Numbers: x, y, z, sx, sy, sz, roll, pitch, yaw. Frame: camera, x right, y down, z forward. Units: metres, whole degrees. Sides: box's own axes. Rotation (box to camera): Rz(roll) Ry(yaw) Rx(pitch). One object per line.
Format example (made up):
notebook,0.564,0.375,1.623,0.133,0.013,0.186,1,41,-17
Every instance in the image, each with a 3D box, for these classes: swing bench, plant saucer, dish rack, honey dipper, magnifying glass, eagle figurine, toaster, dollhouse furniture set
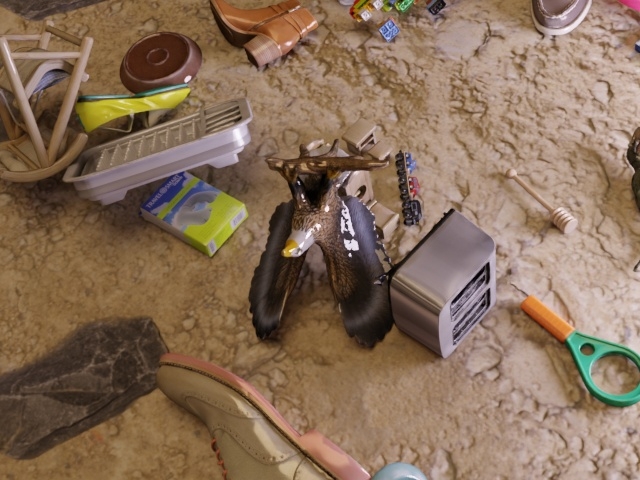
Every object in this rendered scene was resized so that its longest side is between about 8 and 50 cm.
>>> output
swing bench,-0.522,-0.253,1.928,0.165,0.254,0.253,-6,20,-29
plant saucer,0.113,0.368,1.490,0.119,0.119,0.021,-51,19,-22
plant saucer,-0.317,-0.354,2.121,0.168,0.029,0.168,-6,54,8
dish rack,-0.272,-0.152,1.882,0.333,0.072,0.285,-18,18,-1
honey dipper,0.363,-0.069,1.791,0.030,0.030,0.160,-33,52,-12
magnifying glass,0.395,0.162,1.628,0.092,0.026,0.231,-38,59,-15
eagle figurine,-0.008,0.004,1.704,0.225,0.298,0.226,-20,28,-28
toaster,0.185,0.070,1.641,0.110,0.168,0.186,34,67,28
dollhouse furniture set,0.086,-0.126,1.837,0.182,0.101,0.161,33,68,28

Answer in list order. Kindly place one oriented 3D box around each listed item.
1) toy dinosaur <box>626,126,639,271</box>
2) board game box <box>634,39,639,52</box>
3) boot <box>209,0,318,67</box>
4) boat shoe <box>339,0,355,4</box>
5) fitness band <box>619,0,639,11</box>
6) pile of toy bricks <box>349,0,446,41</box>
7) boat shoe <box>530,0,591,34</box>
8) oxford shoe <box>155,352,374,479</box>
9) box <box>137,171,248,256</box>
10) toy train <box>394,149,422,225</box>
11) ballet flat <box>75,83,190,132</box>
toy dinosaur,0.556,-0.064,1.731,0.118,0.064,0.268,-4,57,17
board game box,0.629,-0.349,1.934,0.090,0.020,0.090,-36,56,-13
boot,-0.113,-0.436,2.112,0.152,0.073,0.197,-36,69,-13
boat shoe,0.136,-0.551,2.131,0.255,0.095,0.079,-27,66,3
fitness band,0.654,-0.485,1.978,0.291,0.054,0.209,17,57,6
pile of toy bricks,0.159,-0.477,2.080,0.212,0.118,0.105,-42,28,1
boat shoe,0.471,-0.529,2.043,0.117,0.096,0.324,13,59,19
oxford shoe,-0.111,0.299,1.564,0.397,0.140,0.146,29,71,28
box,-0.228,-0.055,1.887,0.178,0.042,0.109,28,64,26
toy train,0.152,-0.093,1.847,0.036,0.027,0.158,-7,55,2
ballet flat,-0.346,-0.243,2.011,0.231,0.077,0.077,-13,11,-34
